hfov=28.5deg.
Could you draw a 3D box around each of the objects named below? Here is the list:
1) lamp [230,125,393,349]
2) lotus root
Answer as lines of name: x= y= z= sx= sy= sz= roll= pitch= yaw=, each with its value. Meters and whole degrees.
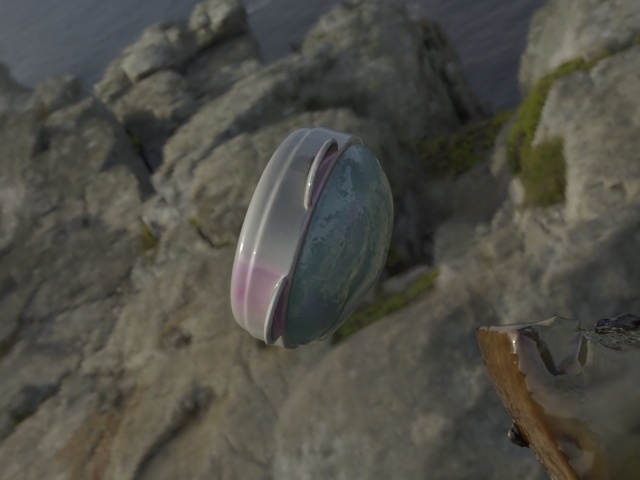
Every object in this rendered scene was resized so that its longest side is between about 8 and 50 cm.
lamp: x=0.003 y=0.001 z=1.027 sx=0.246 sy=0.108 sz=0.179 roll=-9 pitch=-60 yaw=-83
lotus root: x=0.197 y=0.105 z=0.524 sx=0.261 sy=0.170 sz=0.074 roll=-4 pitch=3 yaw=-15
